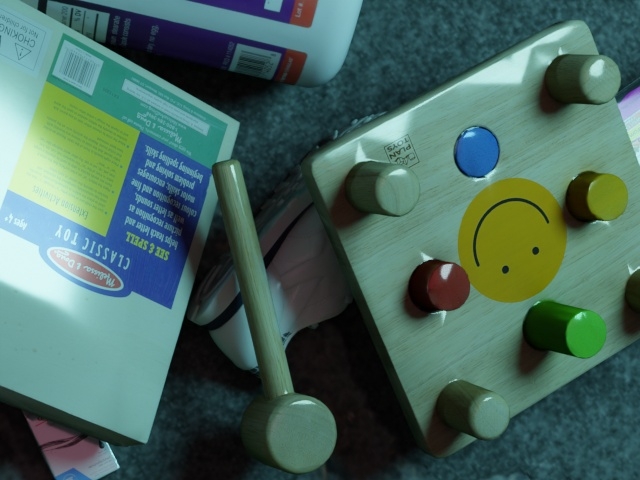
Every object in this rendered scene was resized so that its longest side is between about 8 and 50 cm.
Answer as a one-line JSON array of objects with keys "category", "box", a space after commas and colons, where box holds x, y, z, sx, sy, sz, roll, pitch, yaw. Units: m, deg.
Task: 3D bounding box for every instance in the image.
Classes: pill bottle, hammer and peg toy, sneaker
[{"category": "pill bottle", "box": [-0.126, -0.233, 1.254, 0.322, 0.181, 0.182, 12, 78, -7]}, {"category": "hammer and peg toy", "box": [0.091, 0.017, 1.221, 0.361, 0.127, 0.266, -28, 106, -19]}, {"category": "sneaker", "box": [0.000, 0.000, 1.292, 0.095, 0.090, 0.235, 43, 80, -13]}]

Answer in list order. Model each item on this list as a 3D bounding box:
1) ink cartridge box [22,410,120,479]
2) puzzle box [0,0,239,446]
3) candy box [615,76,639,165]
[{"category": "ink cartridge box", "box": [-0.192, 0.146, 1.253, 0.048, 0.028, 0.083, -26, 85, -13]}, {"category": "puzzle box", "box": [-0.262, -0.047, 1.161, 0.409, 0.052, 0.272, 28, 65, -29]}, {"category": "candy box", "box": [0.328, -0.038, 1.349, 0.159, 0.071, 0.233, -34, 86, -14]}]
